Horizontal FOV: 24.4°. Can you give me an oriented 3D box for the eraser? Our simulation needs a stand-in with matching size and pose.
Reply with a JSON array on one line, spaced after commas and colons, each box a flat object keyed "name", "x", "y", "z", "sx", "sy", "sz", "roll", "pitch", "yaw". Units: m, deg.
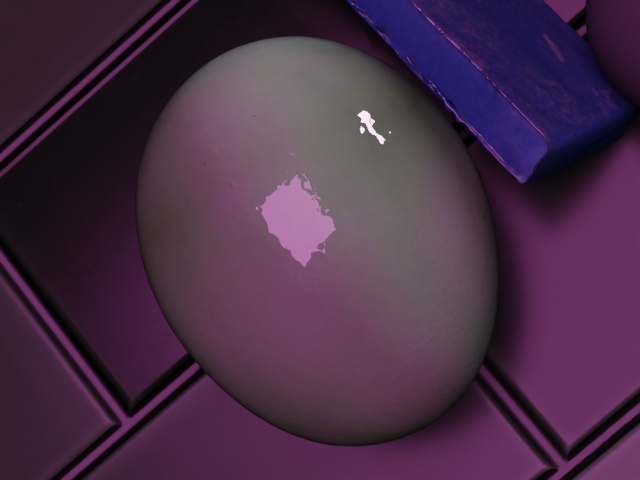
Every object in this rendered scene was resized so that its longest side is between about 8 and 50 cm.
[{"name": "eraser", "x": 0.074, "y": -0.174, "z": 0.995, "sx": 0.312, "sy": 0.144, "sz": 0.043, "roll": 49, "pitch": 128, "yaw": 14}]

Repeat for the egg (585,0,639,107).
[{"name": "egg", "x": 0.256, "y": -0.140, "z": 0.932, "sx": 0.198, "sy": 0.146, "sz": 0.146, "roll": 29, "pitch": 90, "yaw": 49}]

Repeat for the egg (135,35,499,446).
[{"name": "egg", "x": 0.000, "y": 0.000, "z": 0.945, "sx": 0.220, "sy": 0.220, "sz": 0.270, "roll": -31, "pitch": 76, "yaw": 7}]
